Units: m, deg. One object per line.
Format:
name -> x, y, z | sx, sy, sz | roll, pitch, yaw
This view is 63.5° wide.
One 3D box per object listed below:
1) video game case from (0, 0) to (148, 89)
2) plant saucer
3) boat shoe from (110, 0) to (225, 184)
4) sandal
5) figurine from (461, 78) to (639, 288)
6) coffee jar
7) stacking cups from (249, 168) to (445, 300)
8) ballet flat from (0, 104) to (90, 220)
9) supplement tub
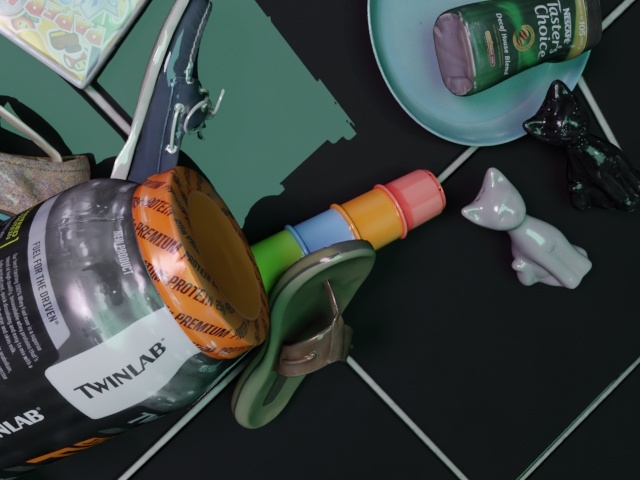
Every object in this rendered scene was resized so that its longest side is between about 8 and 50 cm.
video game case -> -0.270, -0.298, 0.491 | 0.227, 0.026, 0.206 | 35, 91, -22
plant saucer -> 0.198, -0.278, 0.635 | 0.317, 0.043, 0.318 | -4, 103, -16
boat shoe -> -0.152, -0.125, 0.531 | 0.079, 0.095, 0.255 | 18, 98, -19
sandal -> -0.009, 0.120, 0.582 | 0.120, 0.086, 0.303 | -8, 133, -42
figurine -> 0.297, -0.063, 0.674 | 0.209, 0.092, 0.215 | 36, 91, -30
coffee jar -> 0.227, -0.236, 0.589 | 0.184, 0.079, 0.096 | -22, 108, -12
stacking cups -> 0.000, 0.000, 0.618 | 0.316, 0.096, 0.096 | -30, 109, -13
ballet flat -> -0.349, -0.094, 0.441 | 0.316, 0.107, 0.106 | 24, 87, -49
supplement tub -> -0.230, 0.079, 0.452 | 0.337, 0.207, 0.207 | -24, 109, 9
